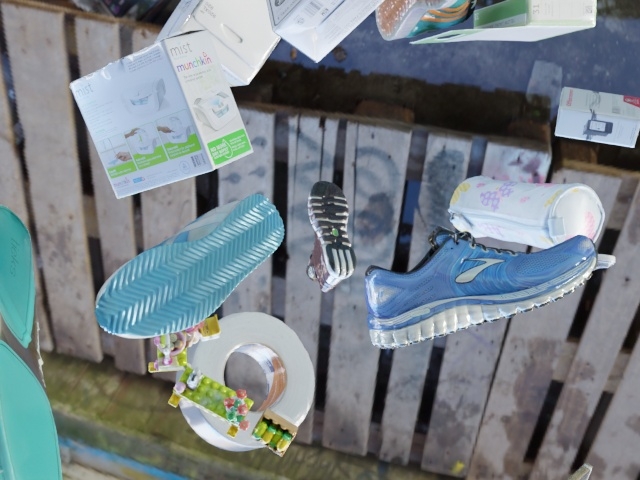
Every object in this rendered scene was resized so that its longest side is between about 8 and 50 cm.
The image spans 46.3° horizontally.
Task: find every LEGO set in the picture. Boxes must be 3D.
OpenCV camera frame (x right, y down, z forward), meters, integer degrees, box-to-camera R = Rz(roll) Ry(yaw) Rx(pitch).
[{"bbox_3d":[-0.135,0.138,0.892,0.287,0.132,0.107,61,161,14],"label":"LEGO set"}]

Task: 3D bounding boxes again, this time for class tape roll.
[{"bbox_3d":[-0.121,0.229,1.223,0.219,0.219,0.072,39,146,-13],"label":"tape roll"}]

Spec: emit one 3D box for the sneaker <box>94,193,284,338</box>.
[{"bbox_3d":[-0.137,0.032,0.765,0.092,0.229,0.087,-20,100,46],"label":"sneaker"}]

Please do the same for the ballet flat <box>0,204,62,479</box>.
[{"bbox_3d":[-0.327,0.123,0.696,0.147,0.409,0.147,-12,131,-15],"label":"ballet flat"}]

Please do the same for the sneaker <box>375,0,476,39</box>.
[{"bbox_3d":[0.189,-0.384,1.114,0.121,0.302,0.108,-14,93,-18],"label":"sneaker"}]

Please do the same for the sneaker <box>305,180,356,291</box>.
[{"bbox_3d":[0.000,0.000,1.843,0.106,0.281,0.162,9,143,-22],"label":"sneaker"}]

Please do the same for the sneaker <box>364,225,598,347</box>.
[{"bbox_3d":[0.214,0.039,1.013,0.330,0.130,0.147,-15,82,-5],"label":"sneaker"}]

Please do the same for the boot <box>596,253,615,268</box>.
[{"bbox_3d":[0.590,0.078,1.751,0.190,0.086,0.069,-2,169,23],"label":"boot"}]

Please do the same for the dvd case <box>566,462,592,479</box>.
[{"bbox_3d":[0.366,0.446,1.170,0.018,0.221,0.164,24,100,30],"label":"dvd case"}]

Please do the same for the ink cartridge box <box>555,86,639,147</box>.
[{"bbox_3d":[0.540,-0.242,1.459,0.150,0.109,0.063,12,126,15],"label":"ink cartridge box"}]

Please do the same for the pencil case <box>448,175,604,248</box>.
[{"bbox_3d":[0.337,-0.047,1.258,0.124,0.273,0.113,1,97,-28],"label":"pencil case"}]

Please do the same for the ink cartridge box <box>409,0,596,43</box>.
[{"bbox_3d":[0.277,-0.342,1.162,0.235,0.171,0.056,-4,99,-15],"label":"ink cartridge box"}]

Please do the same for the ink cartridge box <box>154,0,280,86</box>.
[{"bbox_3d":[-0.204,-0.431,1.533,0.171,0.233,0.168,35,84,-26],"label":"ink cartridge box"}]

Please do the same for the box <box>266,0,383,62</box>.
[{"bbox_3d":[-0.002,-0.414,1.062,0.087,0.290,0.169,26,127,-39],"label":"box"}]

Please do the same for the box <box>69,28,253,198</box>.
[{"bbox_3d":[-0.289,-0.220,1.339,0.262,0.127,0.231,-12,104,37],"label":"box"}]
